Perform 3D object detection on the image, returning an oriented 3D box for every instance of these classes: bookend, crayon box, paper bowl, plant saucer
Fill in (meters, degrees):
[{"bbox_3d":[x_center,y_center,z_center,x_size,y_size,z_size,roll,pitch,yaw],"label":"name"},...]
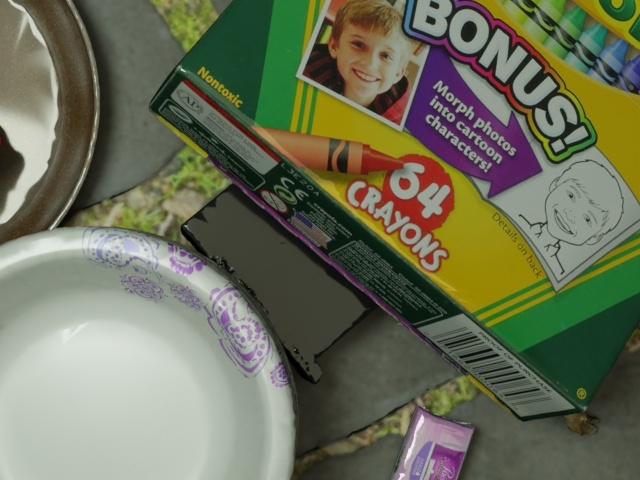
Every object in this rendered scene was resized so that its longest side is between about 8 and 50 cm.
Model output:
[{"bbox_3d":[0.000,0.000,1.030,0.157,0.072,0.156,-41,92,-7],"label":"bookend"},{"bbox_3d":[0.114,-0.103,0.978,0.363,0.106,0.313,40,69,-8],"label":"crayon box"},{"bbox_3d":[-0.157,0.130,0.962,0.284,0.148,0.284,0,91,1],"label":"paper bowl"},{"bbox_3d":[-0.323,-0.104,1.015,0.310,0.050,0.311,0,87,-5],"label":"plant saucer"}]

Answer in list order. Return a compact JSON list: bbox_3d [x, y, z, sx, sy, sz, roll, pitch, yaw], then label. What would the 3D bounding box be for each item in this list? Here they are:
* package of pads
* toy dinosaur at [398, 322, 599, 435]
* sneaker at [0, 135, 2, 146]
[{"bbox_3d":[0.086,0.176,1.051,0.050,0.032,0.083,20,86,-3],"label":"package of pads"},{"bbox_3d":[0.160,0.085,1.053,0.183,0.053,0.093,33,86,-3],"label":"toy dinosaur"},{"bbox_3d":[-0.288,-0.094,0.961,0.118,0.107,0.279,6,90,-24],"label":"sneaker"}]
